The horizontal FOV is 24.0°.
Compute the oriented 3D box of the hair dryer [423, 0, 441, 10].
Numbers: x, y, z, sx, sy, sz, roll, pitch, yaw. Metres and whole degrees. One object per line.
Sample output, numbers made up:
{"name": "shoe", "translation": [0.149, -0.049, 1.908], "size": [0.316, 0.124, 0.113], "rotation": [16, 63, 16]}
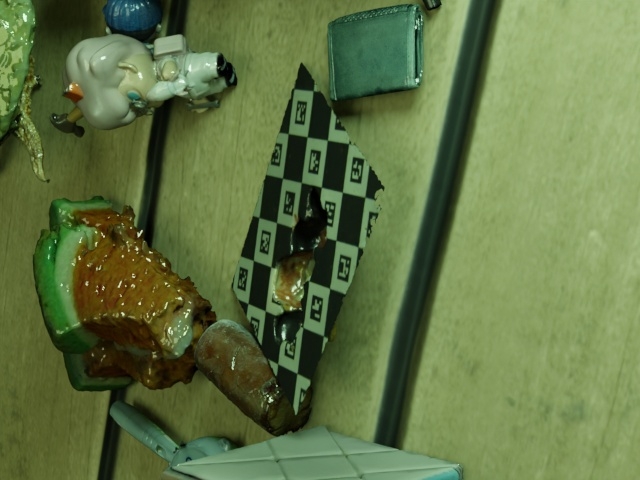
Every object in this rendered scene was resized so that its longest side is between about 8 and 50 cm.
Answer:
{"name": "hair dryer", "translation": [0.117, -0.274, 1.456], "size": [0.083, 0.031, 0.079], "rotation": [-27, 86, 37]}

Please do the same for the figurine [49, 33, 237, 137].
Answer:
{"name": "figurine", "translation": [-0.210, -0.185, 1.717], "size": [0.229, 0.137, 0.112], "rotation": [-6, 79, 17]}

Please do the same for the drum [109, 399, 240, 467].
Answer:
{"name": "drum", "translation": [-0.168, 0.247, 1.807], "size": [0.253, 0.049, 0.130], "rotation": [47, 127, 32]}

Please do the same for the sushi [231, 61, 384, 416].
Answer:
{"name": "sushi", "translation": [0.000, 0.000, 1.597], "size": [0.264, 0.050, 0.290], "rotation": [59, 137, 51]}

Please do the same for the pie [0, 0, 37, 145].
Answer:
{"name": "pie", "translation": [-0.451, -0.239, 1.921], "size": [0.306, 0.071, 0.306], "rotation": [-3, 87, 52]}

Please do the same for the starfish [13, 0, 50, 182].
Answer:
{"name": "starfish", "translation": [-0.431, -0.187, 2.012], "size": [0.293, 0.084, 0.302], "rotation": [-22, 76, 50]}

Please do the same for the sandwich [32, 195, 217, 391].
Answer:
{"name": "sandwich", "translation": [-0.249, 0.087, 1.794], "size": [0.301, 0.162, 0.250], "rotation": [11, 107, 49]}

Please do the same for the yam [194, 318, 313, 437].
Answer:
{"name": "yam", "translation": [-0.073, 0.153, 1.678], "size": [0.141, 0.079, 0.079], "rotation": [35, 119, 40]}

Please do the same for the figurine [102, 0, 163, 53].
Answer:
{"name": "figurine", "translation": [-0.226, -0.236, 1.791], "size": [0.077, 0.079, 0.136], "rotation": [0, 91, 5]}

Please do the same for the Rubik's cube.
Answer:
{"name": "Rubik's cube", "translation": [-0.007, 0.335, 1.518], "size": [0.221, 0.231, 0.225], "rotation": [8, 103, 47]}

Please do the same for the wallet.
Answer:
{"name": "wallet", "translation": [0.057, -0.191, 1.527], "size": [0.129, 0.026, 0.088], "rotation": [-3, 89, 48]}
